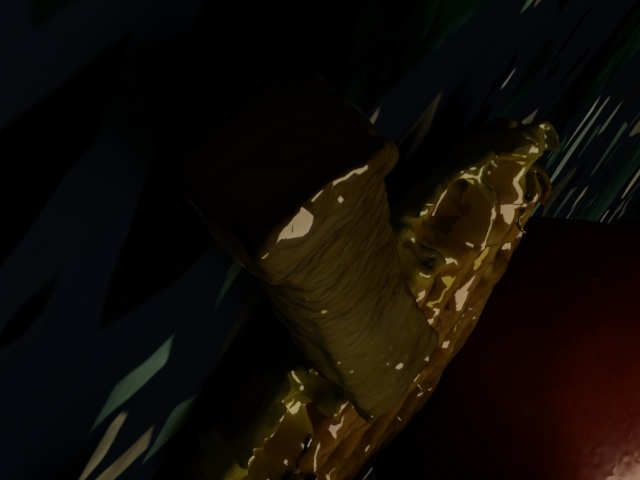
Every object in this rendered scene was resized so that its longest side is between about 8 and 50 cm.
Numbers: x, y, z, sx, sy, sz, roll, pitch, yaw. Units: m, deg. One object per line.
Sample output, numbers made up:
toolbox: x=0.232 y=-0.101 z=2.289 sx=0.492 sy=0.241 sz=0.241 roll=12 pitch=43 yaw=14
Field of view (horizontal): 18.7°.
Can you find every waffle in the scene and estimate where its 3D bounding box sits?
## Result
waffle: x=0.016 y=0.072 z=1.000 sx=0.302 sy=0.068 sz=0.325 roll=-51 pitch=169 yaw=-20

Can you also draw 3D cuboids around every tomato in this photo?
tomato: x=0.142 y=0.084 z=1.232 sx=0.260 sy=0.260 sz=0.180 roll=-42 pitch=126 yaw=-51

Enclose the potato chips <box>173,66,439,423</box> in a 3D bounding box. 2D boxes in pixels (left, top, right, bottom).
potato chips: x=0.000 y=0.000 z=0.656 sx=0.057 sy=0.080 sz=0.407 roll=-39 pitch=169 yaw=-3
